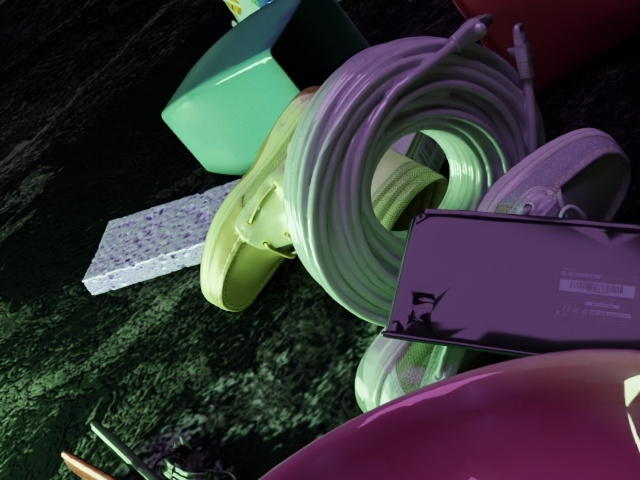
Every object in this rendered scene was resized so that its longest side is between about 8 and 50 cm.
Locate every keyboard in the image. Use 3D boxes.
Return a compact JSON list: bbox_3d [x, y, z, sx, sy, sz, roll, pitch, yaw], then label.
[{"bbox_3d":[0.201,0.077,0.862,0.317,0.033,0.201,6,64,21],"label":"keyboard"}]

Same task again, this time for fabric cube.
[{"bbox_3d":[0.253,-0.363,1.280,0.258,0.254,0.259,-32,31,18],"label":"fabric cube"}]

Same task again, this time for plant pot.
[{"bbox_3d":[-0.071,-0.184,1.450,0.234,0.166,0.165,-18,34,39],"label":"plant pot"}]

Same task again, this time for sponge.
[{"bbox_3d":[-0.191,-0.003,1.424,0.210,0.031,0.117,-16,35,26],"label":"sponge"}]

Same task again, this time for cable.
[{"bbox_3d":[0.086,-0.052,1.023,0.257,0.257,0.089,-25,22,-19],"label":"cable"}]

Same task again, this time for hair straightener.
[{"bbox_3d":[-0.152,0.212,1.078,0.230,0.047,0.089,12,54,49],"label":"hair straightener"}]

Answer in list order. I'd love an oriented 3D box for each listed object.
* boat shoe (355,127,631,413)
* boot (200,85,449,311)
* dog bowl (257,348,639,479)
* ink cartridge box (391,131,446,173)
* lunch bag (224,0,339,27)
[{"bbox_3d":[0.165,0.041,0.968,0.320,0.118,0.103,-46,39,-12],"label":"boat shoe"},{"bbox_3d":[0.000,0.000,1.172,0.203,0.095,0.262,40,104,33],"label":"boot"},{"bbox_3d":[0.092,0.201,0.642,0.408,0.150,0.408,-23,12,5],"label":"dog bowl"},{"bbox_3d":[0.028,-0.071,1.287,0.209,0.062,0.109,-8,40,36],"label":"ink cartridge box"},{"bbox_3d":[-0.018,-0.427,1.772,0.303,0.115,0.243,-26,34,11],"label":"lunch bag"}]
